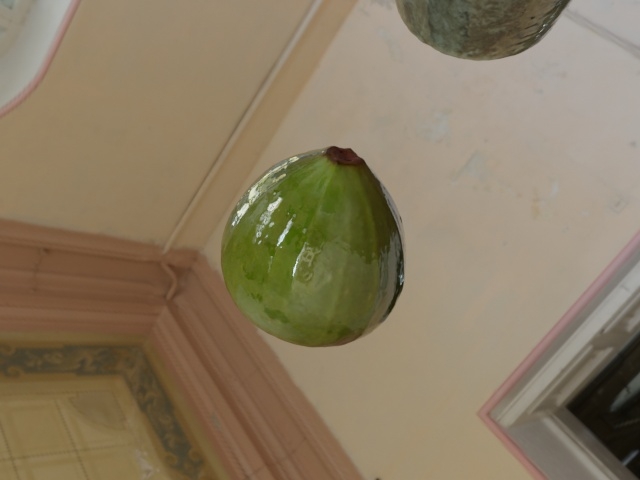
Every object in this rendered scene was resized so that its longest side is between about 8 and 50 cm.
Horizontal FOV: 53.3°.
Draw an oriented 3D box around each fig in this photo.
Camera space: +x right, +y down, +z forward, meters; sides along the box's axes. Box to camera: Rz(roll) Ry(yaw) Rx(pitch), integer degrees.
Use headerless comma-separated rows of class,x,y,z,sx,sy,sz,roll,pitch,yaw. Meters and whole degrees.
fig,0.000,0.000,0.969,0.316,0.316,0.316,31,-162,-12

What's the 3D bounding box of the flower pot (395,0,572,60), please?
flower pot,0.198,-0.394,0.707,0.293,0.293,0.330,41,162,18
